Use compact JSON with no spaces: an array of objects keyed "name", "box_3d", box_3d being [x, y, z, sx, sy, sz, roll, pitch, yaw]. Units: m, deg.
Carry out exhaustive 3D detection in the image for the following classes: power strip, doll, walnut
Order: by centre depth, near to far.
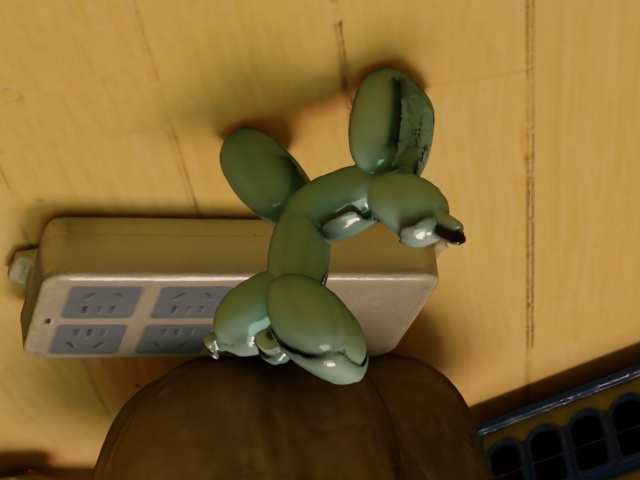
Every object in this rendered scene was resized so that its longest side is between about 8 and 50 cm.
[{"name":"doll","box_3d":[0.000,0.000,1.030,0.159,0.158,0.059,-26,146,17]},{"name":"power strip","box_3d":[-0.055,0.032,1.183,0.270,0.046,0.118,0,149,-17]},{"name":"walnut","box_3d":[-0.011,0.208,1.271,0.282,0.277,0.253,-4,162,-1]}]

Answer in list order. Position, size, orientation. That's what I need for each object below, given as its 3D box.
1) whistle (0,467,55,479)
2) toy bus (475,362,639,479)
[{"name":"whistle","box_3d":[-0.240,0.207,1.394,0.294,0.141,0.141,-18,155,-23]},{"name":"toy bus","box_3d":[0.247,0.184,1.399,0.287,0.175,0.138,-23,148,25]}]
